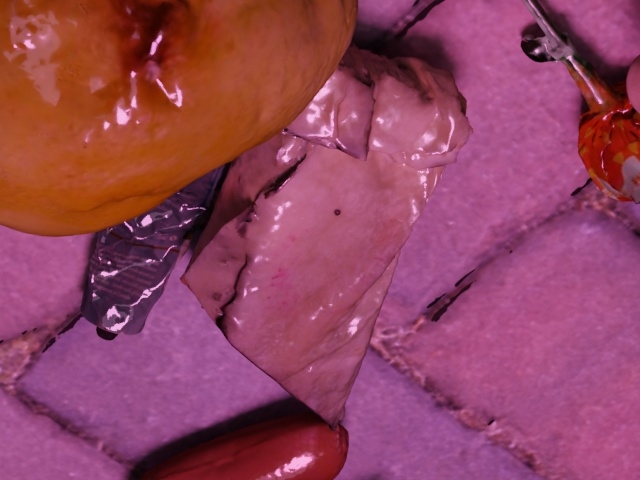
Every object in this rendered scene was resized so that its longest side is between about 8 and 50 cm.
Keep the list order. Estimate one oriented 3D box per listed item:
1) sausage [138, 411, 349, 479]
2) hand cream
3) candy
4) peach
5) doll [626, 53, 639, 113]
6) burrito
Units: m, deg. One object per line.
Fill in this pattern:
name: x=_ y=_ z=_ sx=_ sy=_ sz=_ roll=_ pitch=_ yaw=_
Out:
sausage: x=-0.067 y=0.193 z=1.548 sx=0.194 sy=0.077 sz=0.077 roll=-22 pitch=125 yaw=8
hand cream: x=-0.123 y=-0.022 z=1.395 sx=0.075 sy=0.052 sz=0.248 roll=27 pitch=123 yaw=1
candy: x=0.175 y=-0.138 z=1.359 sx=0.078 sy=0.084 sz=0.287 roll=-29 pitch=117 yaw=23
peach: x=-0.148 y=-0.152 z=1.156 sx=0.314 sy=0.315 sz=0.281 roll=-22 pitch=110 yaw=16
doll: x=0.336 y=-0.121 z=1.354 sx=0.278 sy=0.119 sz=0.154 roll=26 pitch=83 yaw=-30
burrito: x=-0.012 y=0.000 z=1.397 sx=0.175 sy=0.107 sz=0.347 roll=6 pitch=127 yaw=-21
